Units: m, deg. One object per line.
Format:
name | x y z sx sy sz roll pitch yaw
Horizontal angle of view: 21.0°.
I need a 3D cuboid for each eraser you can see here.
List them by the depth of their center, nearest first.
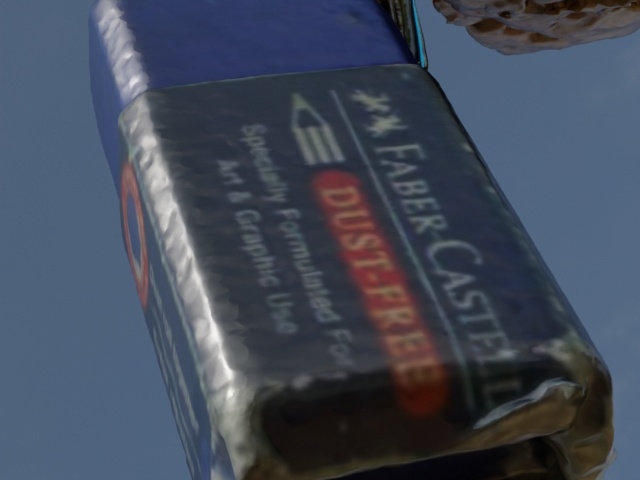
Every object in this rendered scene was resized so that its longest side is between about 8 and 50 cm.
eraser | 0.000 0.000 0.735 0.155 0.332 0.101 -8 -50 -13

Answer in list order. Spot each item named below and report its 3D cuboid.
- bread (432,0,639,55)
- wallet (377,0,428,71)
bread | 0.144 -0.224 0.999 0.179 0.194 0.340 -13 -13 21
wallet | 0.013 -0.122 1.095 0.044 0.317 0.169 17 -59 -14
